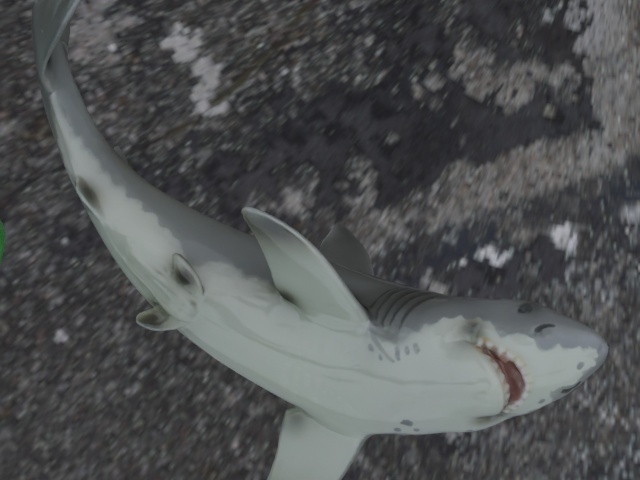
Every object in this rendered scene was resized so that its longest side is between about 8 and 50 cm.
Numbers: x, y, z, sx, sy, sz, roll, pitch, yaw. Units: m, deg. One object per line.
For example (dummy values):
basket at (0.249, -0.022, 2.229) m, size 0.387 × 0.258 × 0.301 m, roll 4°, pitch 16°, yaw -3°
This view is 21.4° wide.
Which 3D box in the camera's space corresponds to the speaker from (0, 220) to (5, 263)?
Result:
speaker at (-0.269, -0.018, 0.598) m, size 0.296 × 0.131 × 0.131 m, roll 25°, pitch 109°, yaw -19°

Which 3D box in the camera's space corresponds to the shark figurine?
shark figurine at (-0.026, -0.003, 0.711) m, size 0.278 × 0.116 × 0.166 m, roll 38°, pitch 128°, yaw 3°
